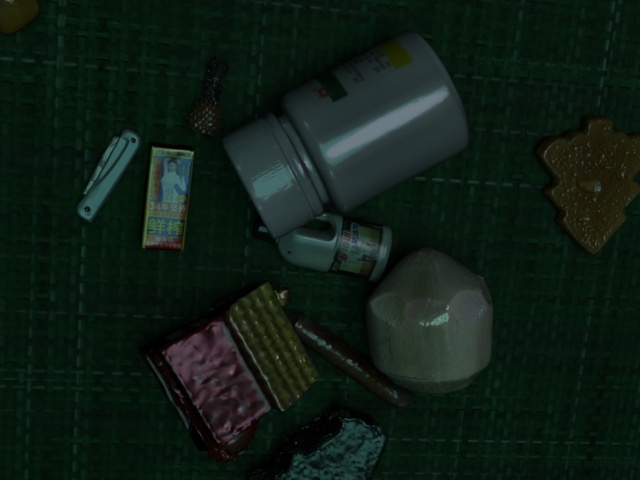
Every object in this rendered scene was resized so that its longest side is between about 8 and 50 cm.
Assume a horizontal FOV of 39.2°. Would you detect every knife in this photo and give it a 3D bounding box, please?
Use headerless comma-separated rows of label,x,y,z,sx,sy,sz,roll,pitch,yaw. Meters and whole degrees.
knife,-0.337,-0.105,1.422,0.044,0.023,0.162,32,95,-17

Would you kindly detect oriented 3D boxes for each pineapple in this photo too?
pineapple,-0.168,-0.226,1.410,0.058,0.058,0.124,19,94,-13

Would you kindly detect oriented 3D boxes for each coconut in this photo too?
coconut,0.181,0.124,1.464,0.224,0.224,0.234,1,99,-10

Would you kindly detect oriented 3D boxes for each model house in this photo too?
model house,-0.129,0.193,1.439,0.254,0.160,0.196,-31,96,-14

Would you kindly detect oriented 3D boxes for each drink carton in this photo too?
drink carton,-0.245,-0.070,1.430,0.071,0.056,0.166,5,102,-19

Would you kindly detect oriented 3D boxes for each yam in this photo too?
yam,0.054,0.211,1.545,0.264,0.046,0.046,37,94,-13

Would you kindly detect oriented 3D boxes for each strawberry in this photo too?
strawberry,-0.156,0.313,1.533,0.103,0.048,0.152,-2,106,-12

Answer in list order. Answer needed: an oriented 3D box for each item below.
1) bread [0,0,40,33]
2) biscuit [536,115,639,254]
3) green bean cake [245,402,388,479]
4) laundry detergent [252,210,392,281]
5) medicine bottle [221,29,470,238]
bread,-0.470,-0.365,1.326,0.082,0.056,0.115,-24,105,-3
biscuit,0.468,-0.095,1.550,0.212,0.041,0.239,-3,103,-15
green bean cake,-0.007,0.371,1.540,0.193,0.107,0.208,22,97,-10
laundry detergent,0.000,0.000,1.478,0.225,0.070,0.099,13,108,-11
medicine bottle,0.035,-0.156,1.377,0.339,0.208,0.208,-27,105,-2
